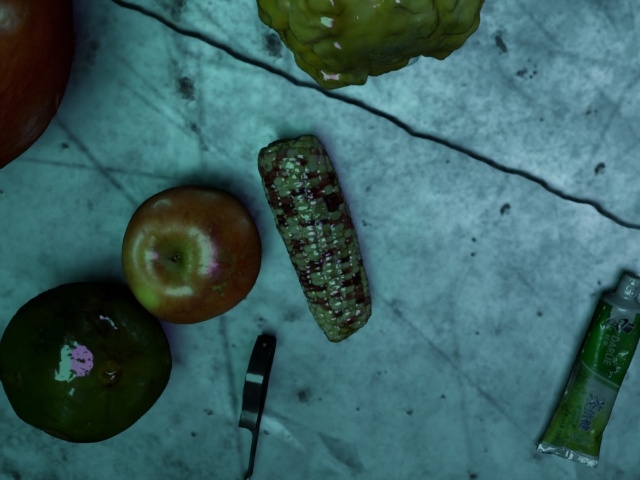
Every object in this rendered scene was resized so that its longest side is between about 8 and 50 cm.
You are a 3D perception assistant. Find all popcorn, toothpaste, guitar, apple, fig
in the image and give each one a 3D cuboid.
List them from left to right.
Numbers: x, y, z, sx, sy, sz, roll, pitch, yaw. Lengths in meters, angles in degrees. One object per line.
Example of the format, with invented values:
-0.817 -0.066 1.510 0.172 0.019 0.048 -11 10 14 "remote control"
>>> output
-0.300 0.137 1.272 0.245 0.195 0.195 7 111 41 "fig"
-0.145 0.016 1.226 0.163 0.139 0.163 2 97 15 "apple"
-0.085 0.225 1.317 0.025 0.088 0.233 12 117 3 "guitar"
0.050 -0.260 1.072 0.250 0.250 0.190 -14 66 11 "popcorn"
0.325 0.153 1.254 0.078 0.047 0.248 16 110 4 "toothpaste"

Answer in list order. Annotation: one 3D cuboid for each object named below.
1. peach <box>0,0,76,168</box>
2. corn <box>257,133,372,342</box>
-0.432 -0.211 1.096 0.370 0.370 0.370 2 107 6 "peach"
0.000 0.000 1.227 0.086 0.086 0.253 -16 105 11 "corn"
